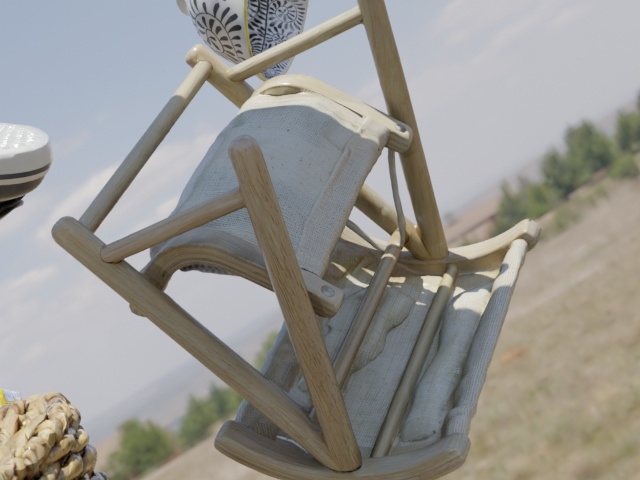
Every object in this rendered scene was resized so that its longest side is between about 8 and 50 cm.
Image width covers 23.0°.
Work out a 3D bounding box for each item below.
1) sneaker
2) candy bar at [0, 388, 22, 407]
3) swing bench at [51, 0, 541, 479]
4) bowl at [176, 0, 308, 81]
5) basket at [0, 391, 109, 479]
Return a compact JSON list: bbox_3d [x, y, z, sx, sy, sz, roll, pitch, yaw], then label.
[{"bbox_3d":[-0.327,-0.042,1.387,0.126,0.127,0.321,-8,12,-33],"label":"sneaker"},{"bbox_3d":[-0.296,0.213,1.564,0.040,0.161,0.018,9,-43,-44],"label":"candy bar"},{"bbox_3d":[0.000,0.000,1.039,0.165,0.255,0.253,-22,23,31],"label":"swing bench"},{"bbox_3d":[-0.068,-0.212,1.250,0.080,0.170,0.170,6,8,15],"label":"bowl"},{"bbox_3d":[-0.178,0.223,0.736,0.213,0.223,0.299,-22,5,13],"label":"basket"}]
